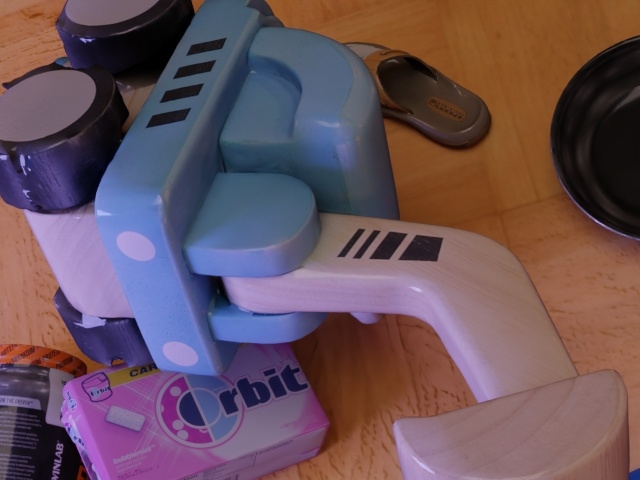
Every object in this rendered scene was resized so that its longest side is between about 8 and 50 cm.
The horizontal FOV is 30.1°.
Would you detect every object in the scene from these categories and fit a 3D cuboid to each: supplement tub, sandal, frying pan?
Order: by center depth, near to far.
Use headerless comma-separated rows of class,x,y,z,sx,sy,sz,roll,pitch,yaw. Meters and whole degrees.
frying pan,0.351,-0.085,0.961,0.326,0.053,0.197,-2,66,13
supplement tub,-0.249,0.188,0.974,0.117,0.117,0.190,-2,66,15
sandal,0.070,-0.139,1.069,0.180,0.049,0.072,27,76,25

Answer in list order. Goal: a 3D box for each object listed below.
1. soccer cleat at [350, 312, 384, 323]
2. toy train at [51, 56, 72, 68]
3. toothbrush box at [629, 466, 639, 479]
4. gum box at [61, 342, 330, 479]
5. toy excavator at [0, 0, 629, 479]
soccer cleat,0.000,0.000,1.021,0.076,0.068,0.196,-29,54,8
toy train,-0.224,-0.064,1.098,0.143,0.105,0.248,10,69,31
toothbrush box,0.218,0.318,0.771,0.216,0.126,0.295,-26,61,3
gum box,-0.102,0.143,0.939,0.188,0.062,0.107,-16,59,-23
toy excavator,-0.008,-0.007,0.821,0.445,0.222,0.433,1,44,18
